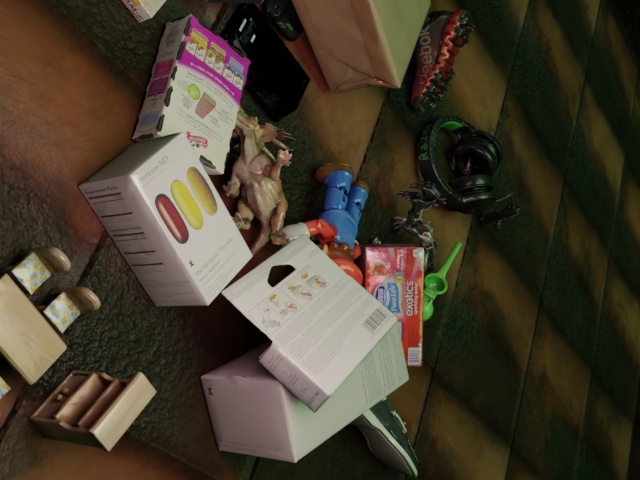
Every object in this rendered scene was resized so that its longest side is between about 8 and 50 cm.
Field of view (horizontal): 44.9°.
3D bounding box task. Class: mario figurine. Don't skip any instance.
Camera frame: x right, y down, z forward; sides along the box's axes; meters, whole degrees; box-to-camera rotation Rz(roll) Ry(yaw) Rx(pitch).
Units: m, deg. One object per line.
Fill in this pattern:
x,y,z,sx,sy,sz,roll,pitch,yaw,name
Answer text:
0.000,0.000,1.587,0.198,0.170,0.320,20,54,-12,mario figurine

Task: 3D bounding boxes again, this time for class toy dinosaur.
-0.108,-0.103,1.444,0.200,0.127,0.295,-88,176,-68,toy dinosaur

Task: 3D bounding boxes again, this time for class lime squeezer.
0.255,0.131,1.790,0.310,0.059,0.110,-60,154,-6,lime squeezer

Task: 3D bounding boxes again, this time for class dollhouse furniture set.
-0.367,0.159,1.050,0.212,0.161,0.242,-54,126,-39,dollhouse furniture set

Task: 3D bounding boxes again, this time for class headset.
0.391,-0.163,2.077,0.394,0.185,0.243,31,58,-28,headset

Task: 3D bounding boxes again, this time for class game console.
-0.072,-0.433,1.574,0.213,0.044,0.361,49,51,-38,game console

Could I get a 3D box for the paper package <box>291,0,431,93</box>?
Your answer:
0.095,-0.526,1.638,0.309,0.168,0.324,62,38,-42,paper package

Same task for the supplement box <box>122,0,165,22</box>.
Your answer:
-0.290,-0.424,1.305,0.062,0.036,0.098,53,49,-34,supplement box

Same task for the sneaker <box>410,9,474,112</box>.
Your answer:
0.280,-0.463,1.970,0.098,0.135,0.276,18,96,-62,sneaker

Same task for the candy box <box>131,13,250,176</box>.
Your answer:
-0.219,-0.247,1.346,0.159,0.071,0.233,32,62,-45,candy box

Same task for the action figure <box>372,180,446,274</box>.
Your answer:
0.207,-0.002,1.804,0.164,0.141,0.275,-46,147,-53,action figure

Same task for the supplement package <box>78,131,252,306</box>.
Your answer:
-0.244,-0.029,1.244,0.139,0.134,0.244,-51,124,-41,supplement package

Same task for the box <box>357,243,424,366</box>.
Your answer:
0.146,0.135,1.663,0.128,0.122,0.256,0,93,-7,box

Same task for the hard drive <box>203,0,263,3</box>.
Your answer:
-0.185,-0.560,1.408,0.172,0.054,0.254,-19,91,-50,hard drive

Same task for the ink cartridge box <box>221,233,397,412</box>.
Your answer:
-0.021,0.131,1.334,0.239,0.060,0.275,41,36,9,ink cartridge box

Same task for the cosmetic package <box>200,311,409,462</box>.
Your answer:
-0.018,0.255,1.447,0.366,0.197,0.155,-23,105,-48,cosmetic package

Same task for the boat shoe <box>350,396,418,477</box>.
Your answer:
0.141,0.404,1.692,0.091,0.114,0.302,-55,128,-31,boat shoe
